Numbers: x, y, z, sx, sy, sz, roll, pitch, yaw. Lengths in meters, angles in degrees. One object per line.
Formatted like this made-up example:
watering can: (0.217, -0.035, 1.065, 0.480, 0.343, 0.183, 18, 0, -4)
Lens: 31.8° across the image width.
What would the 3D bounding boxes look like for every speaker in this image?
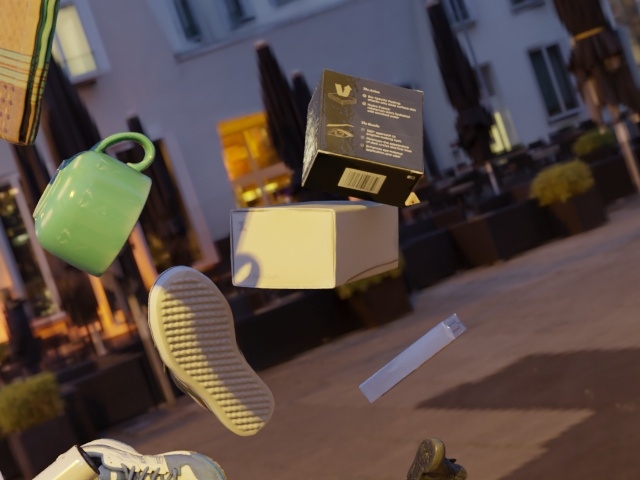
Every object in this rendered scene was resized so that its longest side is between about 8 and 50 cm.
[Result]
speaker: (-0.376, 0.346, 1.555, 0.136, 0.055, 0.055, -39, 5, -7)

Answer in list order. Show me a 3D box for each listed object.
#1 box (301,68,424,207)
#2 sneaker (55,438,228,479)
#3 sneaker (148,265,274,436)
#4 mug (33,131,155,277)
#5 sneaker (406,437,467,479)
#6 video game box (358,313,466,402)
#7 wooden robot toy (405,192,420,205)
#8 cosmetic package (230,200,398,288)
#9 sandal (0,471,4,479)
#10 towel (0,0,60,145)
box: (0.062, -0.147, 1.620, 0.155, 0.158, 0.093, 12, -35, -11)
sneaker: (-0.294, 0.393, 1.808, 0.296, 0.112, 0.131, 2, -1, 26)
sneaker: (-0.187, 0.159, 1.692, 0.126, 0.321, 0.127, -37, 36, -19)
mug: (-0.262, -0.046, 1.283, 0.129, 0.097, 0.158, -44, 24, 45)
sneaker: (0.189, 0.354, 1.741, 0.089, 0.051, 0.170, -1, -40, -17)
video game box: (0.180, 0.225, 2.159, 0.205, 0.048, 0.187, -39, -6, 12)
wooden robot toy: (0.139, -0.120, 2.531, 0.079, 0.173, 0.076, -48, 0, -25)
cosmetic package: (0.000, 0.000, 1.670, 0.160, 0.113, 0.309, 1, 5, 21)
sandal: (-0.340, 0.384, 1.253, 0.102, 0.416, 0.169, 14, -53, -46)
towel: (-0.363, -0.313, 1.229, 0.271, 0.370, 0.040, 22, 14, 37)
